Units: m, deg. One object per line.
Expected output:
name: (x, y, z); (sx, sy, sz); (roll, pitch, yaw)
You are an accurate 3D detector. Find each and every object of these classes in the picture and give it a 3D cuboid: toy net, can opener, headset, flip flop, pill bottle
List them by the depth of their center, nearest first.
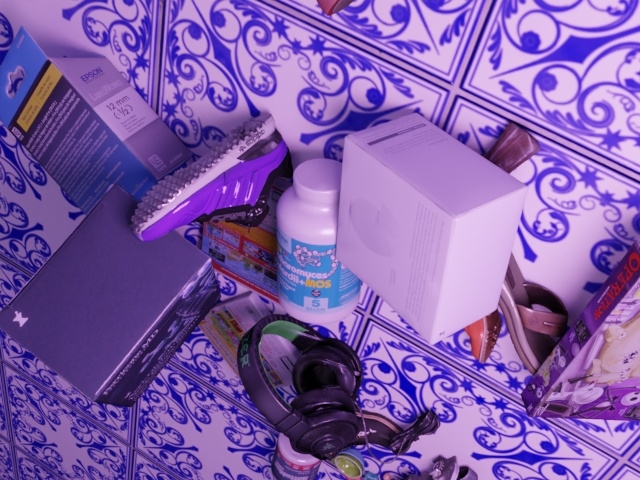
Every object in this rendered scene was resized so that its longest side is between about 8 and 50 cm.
flip flop: (0.324, 0.102, 1.166); (0.080, 0.112, 0.277); (-20, 106, 27)
pill bottle: (0.000, 0.000, 1.269); (0.146, 0.146, 0.264); (20, 132, 21)
headset: (0.030, 0.278, 1.431); (0.394, 0.243, 0.185); (40, 119, -19)
can opener: (0.200, 0.528, 1.572); (0.095, 0.076, 0.283); (36, 127, -10)
toy net: (0.116, 0.543, 1.691); (0.232, 0.045, 0.122); (43, 136, -2)
pill bottle: (-0.053, 0.492, 1.725); (0.108, 0.108, 0.180); (28, 135, 14)

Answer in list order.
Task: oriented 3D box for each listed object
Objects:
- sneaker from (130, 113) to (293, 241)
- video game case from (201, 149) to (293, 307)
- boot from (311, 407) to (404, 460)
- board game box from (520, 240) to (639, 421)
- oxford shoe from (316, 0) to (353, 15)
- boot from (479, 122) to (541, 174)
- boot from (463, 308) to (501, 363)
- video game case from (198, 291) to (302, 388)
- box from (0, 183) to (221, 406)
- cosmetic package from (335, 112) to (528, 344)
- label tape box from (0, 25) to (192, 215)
sneaker: (-0.156, -0.066, 1.239); (0.102, 0.293, 0.146); (22, 147, 59)
video game case: (-0.126, -0.018, 1.432); (0.204, 0.025, 0.285); (27, 134, 14)
boot: (0.065, 0.407, 1.552); (0.198, 0.137, 0.076); (18, 132, 22)
board game box: (0.443, 0.140, 1.066); (0.208, 0.056, 0.346); (2, 136, -16)
oxford shoe: (0.063, -0.422, 0.912); (0.130, 0.123, 0.348); (49, 135, 0)
boot: (0.237, -0.132, 1.081); (0.106, 0.037, 0.114); (41, 133, 3)
boot: (0.249, 0.127, 1.265); (0.085, 0.059, 0.157); (12, 121, 32)
video game case: (-0.143, 0.220, 1.632); (0.206, 0.026, 0.227); (-21, 111, 43)
box: (-0.356, 0.119, 1.399); (0.212, 0.293, 0.395); (37, 167, 5)
cosmetic package: (0.146, -0.021, 1.086); (0.225, 0.138, 0.224); (44, 144, 38)
label tape box: (-0.436, -0.209, 1.437); (0.347, 0.115, 0.249); (50, 136, -5)
